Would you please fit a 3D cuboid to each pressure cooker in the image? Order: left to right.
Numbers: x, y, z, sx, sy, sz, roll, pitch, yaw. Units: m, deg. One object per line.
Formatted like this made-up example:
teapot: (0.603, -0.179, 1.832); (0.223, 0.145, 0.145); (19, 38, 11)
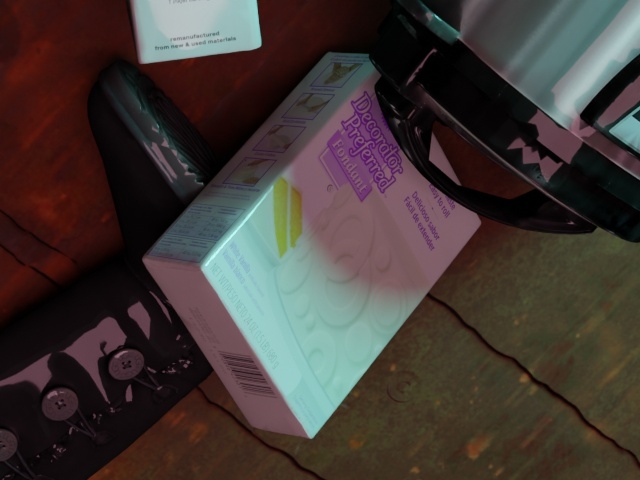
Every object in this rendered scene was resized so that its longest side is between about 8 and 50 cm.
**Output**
pressure cooker: (0.266, -0.199, 1.864); (0.370, 0.375, 0.420); (40, 103, 2)

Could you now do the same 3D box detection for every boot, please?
boot: (-0.276, 0.071, 2.009); (0.445, 0.146, 0.367); (-33, 114, 9)

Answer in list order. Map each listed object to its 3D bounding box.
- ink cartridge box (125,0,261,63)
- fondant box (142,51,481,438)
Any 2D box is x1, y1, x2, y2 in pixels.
ink cartridge box: (-0.140, -0.340, 1.802); (0.122, 0.211, 0.289); (-8, 114, -6)
fondant box: (0.000, 0.000, 1.939); (0.330, 0.096, 0.238); (-51, 126, -30)
